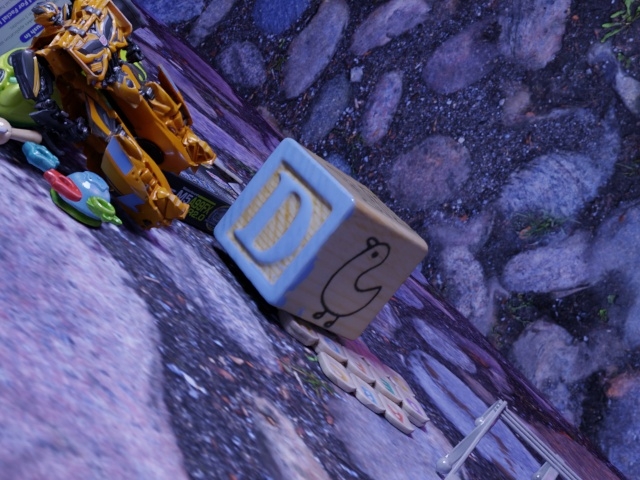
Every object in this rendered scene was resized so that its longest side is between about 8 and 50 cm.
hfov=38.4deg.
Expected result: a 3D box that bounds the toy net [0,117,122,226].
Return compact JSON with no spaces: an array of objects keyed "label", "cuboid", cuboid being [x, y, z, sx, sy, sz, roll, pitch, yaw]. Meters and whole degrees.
[{"label":"toy net","cuboid":[-0.316,-0.085,0.969,0.232,0.045,0.122,36,12,-25]}]

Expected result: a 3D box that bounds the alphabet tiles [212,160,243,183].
[{"label":"alphabet tiles","cuboid":[-0.248,-0.175,1.642,0.237,0.009,0.198,38,-10,-23]}]

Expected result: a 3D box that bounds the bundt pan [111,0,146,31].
[{"label":"bundt pan","cuboid":[-0.445,-0.446,1.528,0.331,0.124,0.331,49,-2,2]}]

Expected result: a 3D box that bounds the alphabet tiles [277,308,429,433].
[{"label":"alphabet tiles","cuboid":[0.043,0.171,1.365,0.284,0.021,0.278,39,9,-22]}]

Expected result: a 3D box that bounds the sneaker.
[{"label":"sneaker","cuboid":[-0.333,-0.183,1.188,0.109,0.123,0.295,50,27,2]}]

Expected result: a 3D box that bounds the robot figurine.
[{"label":"robot figurine","cuboid":[-0.241,-0.164,1.101,0.291,0.085,0.211,59,36,-37]}]

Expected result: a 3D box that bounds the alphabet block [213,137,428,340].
[{"label":"alphabet block","cuboid":[0.000,0.000,1.335,0.197,0.192,0.193,28,16,-47]}]

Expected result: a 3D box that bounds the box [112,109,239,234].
[{"label":"box","cuboid":[-0.233,-0.109,1.405,0.216,0.060,0.270,47,10,33]}]

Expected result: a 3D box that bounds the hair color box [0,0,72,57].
[{"label":"hair color box","cuboid":[-0.412,-0.352,1.116,0.110,0.185,0.339,45,-8,31]}]

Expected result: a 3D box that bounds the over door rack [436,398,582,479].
[{"label":"over door rack","cuboid":[0.248,0.351,1.146,0.239,0.108,0.324,43,23,11]}]
